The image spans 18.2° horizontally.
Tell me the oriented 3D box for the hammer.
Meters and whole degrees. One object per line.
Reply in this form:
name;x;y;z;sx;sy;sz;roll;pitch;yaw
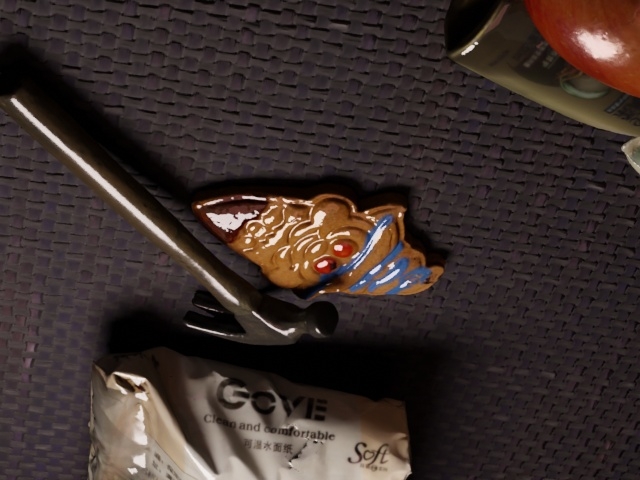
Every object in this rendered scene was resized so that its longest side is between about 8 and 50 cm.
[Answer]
hammer;-0.165;-0.025;1.976;0.168;0.044;0.440;-6;142;40

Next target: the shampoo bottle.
shampoo bottle;0.281;-0.151;1.805;0.350;0.084;0.125;22;135;-26

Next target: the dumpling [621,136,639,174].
dumpling;0.326;-0.086;1.921;0.077;0.043;0.059;40;112;-19

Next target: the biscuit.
biscuit;0.000;0.000;2.039;0.280;0.043;0.183;16;136;-23

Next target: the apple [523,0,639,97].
apple;0.275;-0.230;1.588;0.242;0.242;0.241;-24;151;28

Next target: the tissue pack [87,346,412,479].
tissue pack;-0.089;0.283;2.267;0.375;0.195;0.390;11;141;-3
